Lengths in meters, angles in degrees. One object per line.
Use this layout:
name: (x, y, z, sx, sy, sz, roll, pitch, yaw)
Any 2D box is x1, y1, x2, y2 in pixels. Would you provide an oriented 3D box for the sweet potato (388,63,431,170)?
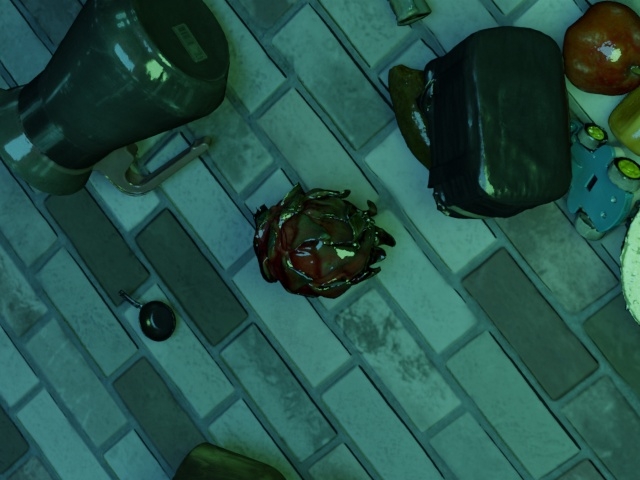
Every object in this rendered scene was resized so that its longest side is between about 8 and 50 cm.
sweet potato: (0.159, -0.147, 1.836, 0.077, 0.077, 0.244, -26, 84, 24)

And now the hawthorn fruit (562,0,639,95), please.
hawthorn fruit: (0.381, -0.248, 1.691, 0.125, 0.140, 0.125, 2, 133, 2)

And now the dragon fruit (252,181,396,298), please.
dragon fruit: (-0.006, 0.003, 1.872, 0.188, 0.182, 0.182, -29, 85, 57)

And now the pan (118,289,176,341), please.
pan: (-0.282, 0.116, 2.090, 0.115, 0.023, 0.068, 38, 111, 11)

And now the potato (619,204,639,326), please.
potato: (0.478, 0.031, 1.696, 0.182, 0.117, 0.202, 4, 88, 1)

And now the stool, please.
stool: (-0.093, 0.436, 1.970, 0.264, 0.179, 0.179, 17, 104, 21)

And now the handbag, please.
handbag: (0.240, -0.156, 1.734, 0.181, 0.181, 0.255, -4, 86, -18)

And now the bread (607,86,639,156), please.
bread: (0.486, -0.213, 1.683, 0.074, 0.093, 0.239, 32, 112, -25)

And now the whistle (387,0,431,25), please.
whistle: (0.071, -0.464, 1.838, 0.327, 0.057, 0.068, 67, 157, 3)

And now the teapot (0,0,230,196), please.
teapot: (-0.308, -0.221, 1.959, 0.344, 0.253, 0.300, -32, 116, 31)

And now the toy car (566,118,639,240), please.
toy car: (0.391, -0.088, 1.752, 0.161, 0.098, 0.126, 63, 143, 36)
